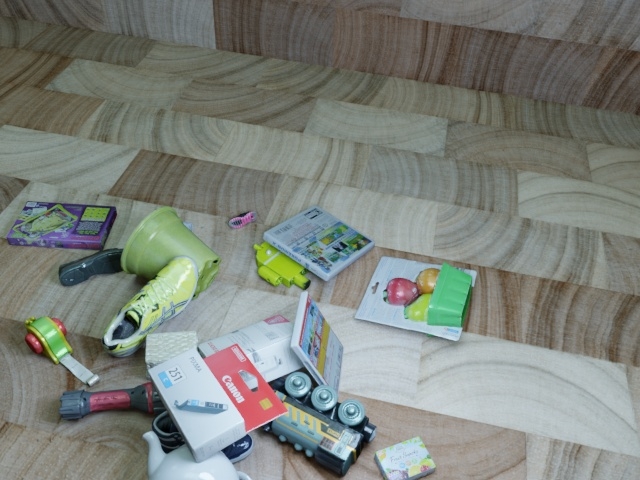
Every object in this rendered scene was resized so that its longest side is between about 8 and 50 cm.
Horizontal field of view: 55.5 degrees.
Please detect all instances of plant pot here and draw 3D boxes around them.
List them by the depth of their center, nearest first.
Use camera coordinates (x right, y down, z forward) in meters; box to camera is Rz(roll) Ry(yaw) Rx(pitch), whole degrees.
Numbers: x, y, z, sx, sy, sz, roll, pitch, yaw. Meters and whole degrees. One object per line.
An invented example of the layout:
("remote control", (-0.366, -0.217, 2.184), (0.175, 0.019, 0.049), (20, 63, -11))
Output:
("plant pot", (-0.491, 0.064, 2.084), (0.253, 0.276, 0.276), (32, 49, 12))

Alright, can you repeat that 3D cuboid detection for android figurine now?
("android figurine", (-0.123, 0.072, 2.229), (0.272, 0.056, 0.248), (34, 51, 25))

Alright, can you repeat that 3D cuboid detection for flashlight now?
("flashlight", (-0.586, 0.464, 1.750), (0.303, 0.103, 0.103), (-4, 47, -10))

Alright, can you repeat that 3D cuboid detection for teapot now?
("teapot", (-0.309, 0.608, 1.541), (0.252, 0.256, 0.187), (-9, 28, 5))

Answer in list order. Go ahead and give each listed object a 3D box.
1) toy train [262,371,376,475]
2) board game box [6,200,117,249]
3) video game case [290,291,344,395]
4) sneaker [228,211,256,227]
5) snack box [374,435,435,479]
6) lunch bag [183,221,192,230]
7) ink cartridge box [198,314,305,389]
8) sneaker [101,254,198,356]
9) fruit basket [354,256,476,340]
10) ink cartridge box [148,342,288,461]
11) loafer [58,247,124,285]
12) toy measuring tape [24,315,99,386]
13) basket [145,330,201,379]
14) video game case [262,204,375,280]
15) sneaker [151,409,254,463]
("toy train", (-0.013, 0.514, 1.725), (0.333, 0.142, 0.190), (23, 56, 19))
("board game box", (-0.972, -0.058, 2.304), (0.346, 0.056, 0.208), (4, 40, 0))
("video game case", (-0.003, 0.320, 1.828), (0.025, 0.285, 0.204), (-14, 39, 22))
("sneaker", (-0.312, -0.085, 2.391), (0.119, 0.047, 0.057), (-21, 30, -27))
("snack box", (0.235, 0.619, 1.697), (0.141, 0.037, 0.100), (-14, 45, -18))
("lunch bag", (-0.530, -0.033, 2.307), (0.071, 0.053, 0.083), (10, 34, 3))
("ink cartridge box", (-0.202, 0.343, 1.836), (0.282, 0.117, 0.207), (-19, 16, -21))
("sneaker", (-0.520, 0.208, 1.889), (0.145, 0.147, 0.385), (38, 79, 1))
("fruit basket", (0.334, 0.195, 2.095), (0.352, 0.166, 0.327), (5, 41, 23))
("ink cartridge box", (-0.268, 0.388, 1.576), (0.261, 0.066, 0.296), (-24, 42, -25))
("loafer", (-0.792, 0.074, 2.149), (0.267, 0.096, 0.084), (-20, 43, -21))
("toy measuring tape", (-0.806, 0.323, 1.869), (0.330, 0.122, 0.121), (30, 49, 24))
("basket", (-0.454, 0.351, 1.868), (0.167, 0.103, 0.113), (-4, 50, -8))
("video game case", (0.000, 0.000, 2.262), (0.299, 0.036, 0.329), (33, 37, 21))
("sneaker", (-0.325, 0.531, 1.659), (0.281, 0.153, 0.099), (2, 41, -2))
